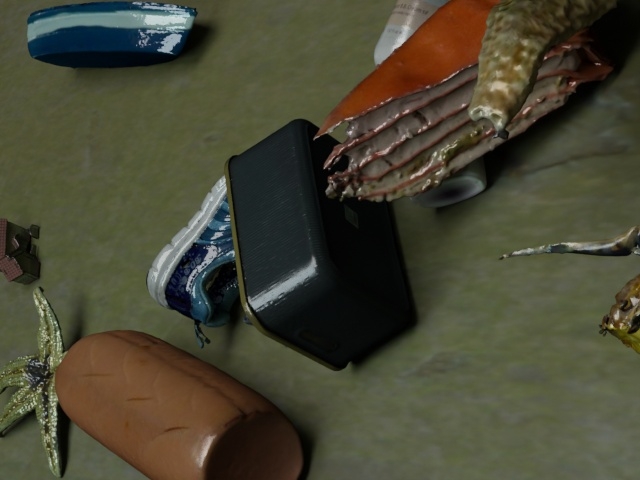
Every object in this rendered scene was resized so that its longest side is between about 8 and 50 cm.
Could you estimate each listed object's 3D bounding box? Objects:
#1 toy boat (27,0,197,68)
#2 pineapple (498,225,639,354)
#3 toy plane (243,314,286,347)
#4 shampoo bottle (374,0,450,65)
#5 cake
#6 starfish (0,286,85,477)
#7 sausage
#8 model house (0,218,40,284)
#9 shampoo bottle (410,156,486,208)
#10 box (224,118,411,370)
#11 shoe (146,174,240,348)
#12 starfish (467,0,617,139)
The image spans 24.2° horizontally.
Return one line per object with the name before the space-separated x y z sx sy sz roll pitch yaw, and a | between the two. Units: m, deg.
toy boat | -0.247 -0.246 1.792 0.299 0.096 0.062 4 82 46
pineapple | 0.303 0.031 0.970 0.334 0.158 0.161 28 90 52
toy plane | -0.039 0.069 1.424 0.083 0.031 0.078 -22 53 39
shampoo bottle | 0.117 -0.235 1.396 0.074 0.074 0.192 19 83 51
cake | 0.114 -0.134 1.277 0.287 0.098 0.135 -32 47 1
starfish | -0.303 0.159 1.649 0.223 0.050 0.217 -36 51 45
sausage | -0.144 0.164 1.414 0.304 0.121 0.121 20 84 50
model house | -0.377 0.014 1.806 0.057 0.058 0.083 -29 49 34
shampoo bottle | 0.113 -0.084 1.337 0.072 0.043 0.099 -19 54 31
box | 0.000 0.000 1.335 0.090 0.144 0.201 -33 46 26
shoe | -0.076 0.005 1.472 0.106 0.091 0.207 41 96 28
starfish | 0.210 -0.211 1.171 0.324 0.082 0.432 -21 36 -15
